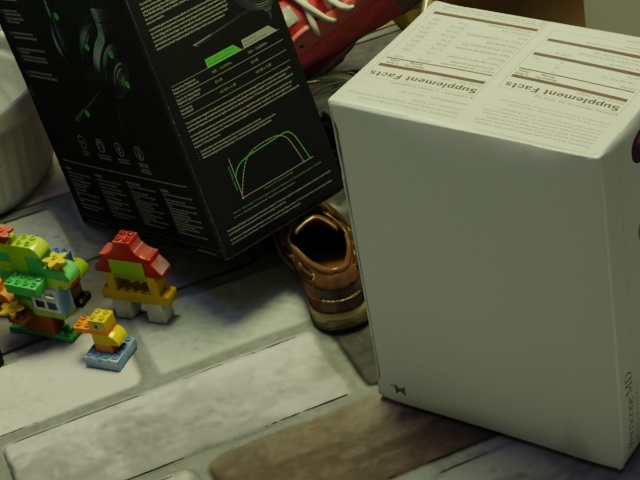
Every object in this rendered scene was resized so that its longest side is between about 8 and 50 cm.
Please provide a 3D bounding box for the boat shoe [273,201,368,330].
[{"bbox_3d":[0.000,0.000,1.444,0.064,0.060,0.178,-16,35,-7],"label":"boat shoe"}]

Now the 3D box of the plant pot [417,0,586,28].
[{"bbox_3d":[0.192,-0.158,1.531,0.237,0.110,0.237,3,72,-9],"label":"plant pot"}]

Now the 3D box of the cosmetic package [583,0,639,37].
[{"bbox_3d":[0.313,-0.161,1.321,0.155,0.365,0.197,-28,37,-26],"label":"cosmetic package"}]

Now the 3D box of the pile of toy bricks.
[{"bbox_3d":[-0.233,0.032,1.424,0.212,0.105,0.118,7,39,24],"label":"pile of toy bricks"}]

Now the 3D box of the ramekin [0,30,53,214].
[{"bbox_3d":[-0.344,-0.098,1.634,0.207,0.109,0.207,-7,35,5],"label":"ramekin"}]

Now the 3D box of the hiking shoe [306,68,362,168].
[{"bbox_3d":[0.044,-0.114,1.566,0.227,0.086,0.114,16,44,38],"label":"hiking shoe"}]

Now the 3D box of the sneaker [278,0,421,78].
[{"bbox_3d":[0.008,-0.211,1.581,0.136,0.116,0.314,-36,-3,-43],"label":"sneaker"}]

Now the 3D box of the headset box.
[{"bbox_3d":[-0.140,-0.150,1.455,0.131,0.283,0.246,-32,24,-27],"label":"headset box"}]

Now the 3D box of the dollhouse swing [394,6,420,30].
[{"bbox_3d":[0.231,-0.362,1.683,0.347,0.305,0.315,-20,36,-11],"label":"dollhouse swing"}]

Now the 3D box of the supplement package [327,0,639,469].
[{"bbox_3d":[0.143,-0.005,1.237,0.204,0.261,0.145,15,43,32],"label":"supplement package"}]
